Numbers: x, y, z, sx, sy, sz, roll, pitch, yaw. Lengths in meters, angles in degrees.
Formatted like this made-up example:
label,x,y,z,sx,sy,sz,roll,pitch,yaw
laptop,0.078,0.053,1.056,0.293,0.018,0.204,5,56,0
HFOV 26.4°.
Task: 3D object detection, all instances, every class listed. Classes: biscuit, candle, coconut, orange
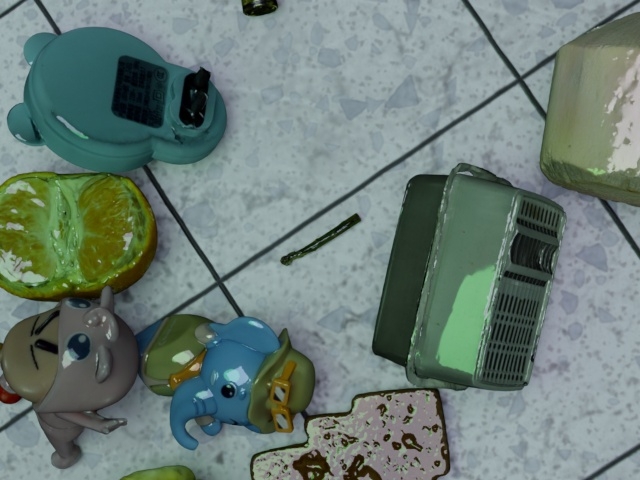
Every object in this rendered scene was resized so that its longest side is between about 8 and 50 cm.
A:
label,x,y,z,sx,sy,sz,roll,pitch,yaw
biscuit,0.068,0.322,1.839,0.278,0.043,0.301,43,91,10
candle,-0.093,-0.381,1.897,0.052,0.052,0.130,-11,85,7
coconut,0.403,-0.172,1.733,0.239,0.239,0.244,14,88,8
orange,-0.336,-0.006,1.852,0.237,0.158,0.179,-7,77,3

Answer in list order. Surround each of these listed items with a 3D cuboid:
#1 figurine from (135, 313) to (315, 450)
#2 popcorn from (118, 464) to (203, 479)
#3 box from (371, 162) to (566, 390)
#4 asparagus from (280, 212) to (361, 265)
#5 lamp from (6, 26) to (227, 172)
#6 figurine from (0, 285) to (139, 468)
label,x,y,z,sx,sy,sz,roll,pitch,yaw
figurine,-0.134,0.186,1.837,0.262,0.154,0.180,-4,95,24
popcorn,-0.197,0.428,1.773,0.237,0.293,0.293,-9,84,48
box,0.191,0.052,1.751,0.166,0.220,0.290,12,89,30
asparagus,0.000,0.000,1.880,0.127,0.015,0.018,-31,74,4
lamp,-0.269,-0.185,1.853,0.284,0.147,0.209,4,61,-1
figurine,-0.353,0.188,1.810,0.186,0.287,0.176,9,56,-25
